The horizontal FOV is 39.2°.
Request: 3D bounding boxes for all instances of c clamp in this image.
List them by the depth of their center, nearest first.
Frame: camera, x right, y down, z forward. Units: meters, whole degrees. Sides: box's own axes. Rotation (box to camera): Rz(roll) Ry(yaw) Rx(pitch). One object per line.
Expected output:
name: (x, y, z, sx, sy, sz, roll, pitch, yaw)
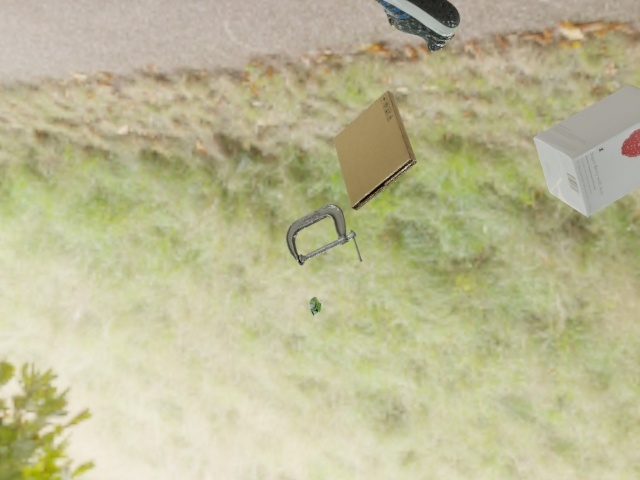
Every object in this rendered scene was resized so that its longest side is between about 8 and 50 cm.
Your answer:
c clamp: (0.000, 0.000, 1.762, 0.160, 0.137, 0.022, -20, 157, 28)

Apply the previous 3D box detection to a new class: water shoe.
water shoe: (0.115, -0.361, 1.381, 0.203, 0.073, 0.080, 35, 146, 2)

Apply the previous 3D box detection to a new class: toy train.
toy train: (-0.010, 0.115, 1.583, 0.017, 0.024, 0.083, -30, -177, 5)

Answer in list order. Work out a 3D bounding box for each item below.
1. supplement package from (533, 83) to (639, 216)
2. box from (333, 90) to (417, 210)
supplement package: (0.710, -0.225, 2.213, 0.293, 0.177, 0.175, -29, -150, -6)
box: (0.103, -0.180, 1.792, 0.021, 0.201, 0.164, 26, 127, -38)
